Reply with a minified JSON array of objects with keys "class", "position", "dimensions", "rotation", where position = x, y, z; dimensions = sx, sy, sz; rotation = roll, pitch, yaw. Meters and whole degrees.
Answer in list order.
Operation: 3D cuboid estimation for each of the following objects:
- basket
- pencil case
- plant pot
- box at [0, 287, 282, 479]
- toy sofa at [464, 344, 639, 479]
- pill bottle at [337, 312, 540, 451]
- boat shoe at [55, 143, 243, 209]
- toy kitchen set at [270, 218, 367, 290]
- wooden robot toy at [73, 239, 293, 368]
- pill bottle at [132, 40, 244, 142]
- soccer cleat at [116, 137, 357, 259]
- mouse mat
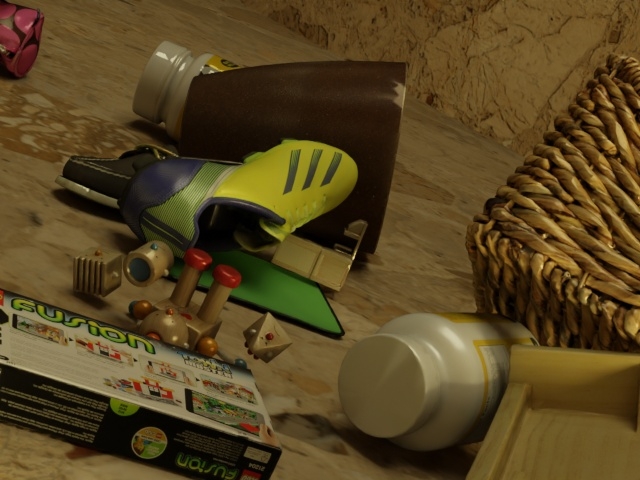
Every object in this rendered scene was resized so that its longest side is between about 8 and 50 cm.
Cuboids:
[{"class":"basket","position":[0.273,0.030,1.106],"dimensions":[0.213,0.223,0.299],"rotation":[32,-21,25]},{"class":"pencil case","position":[-0.432,-0.269,1.541],"dimensions":[0.209,0.095,0.098],"rotation":[23,35,-2]},{"class":"plant pot","position":[-0.036,-0.110,1.446],"dimensions":[0.230,0.215,0.215],"rotation":[10,14,-1]},{"class":"box","position":[-0.131,0.088,0.806],"dimensions":[0.207,0.036,0.114],"rotation":[20,14,-19]},{"class":"toy sofa","position":[0.167,0.186,0.799],"dimensions":[0.150,0.177,0.362],"rotation":[3,9,14]},{"class":"pill bottle","position":[0.093,0.106,0.998],"dimensions":[0.103,0.103,0.184],"rotation":[33,15,31]},{"class":"boat shoe","position":[-0.152,-0.060,1.258],"dimensions":[0.081,0.069,0.227],"rotation":[29,12,41]},{"class":"toy kitchen set","position":[0.000,0.000,1.298],"dimensions":[0.075,0.068,0.083],"rotation":[23,7,-2]},{"class":"wooden robot toy","position":[-0.109,0.050,0.936],"dimensions":[0.173,0.076,0.079],"rotation":[28,24,12]},{"class":"pill bottle","position":[-0.116,-0.156,1.600],"dimensions":[0.208,0.119,0.119],"rotation":[25,13,2]},{"class":"soccer cleat","position":[-0.055,-0.029,1.206],"dimensions":[0.289,0.093,0.121],"rotation":[-10,42,-48]},{"class":"mouse mat","position":[-0.074,0.032,1.195],"dimensions":[0.189,0.007,0.152],"rotation":[22,13,-17]}]
